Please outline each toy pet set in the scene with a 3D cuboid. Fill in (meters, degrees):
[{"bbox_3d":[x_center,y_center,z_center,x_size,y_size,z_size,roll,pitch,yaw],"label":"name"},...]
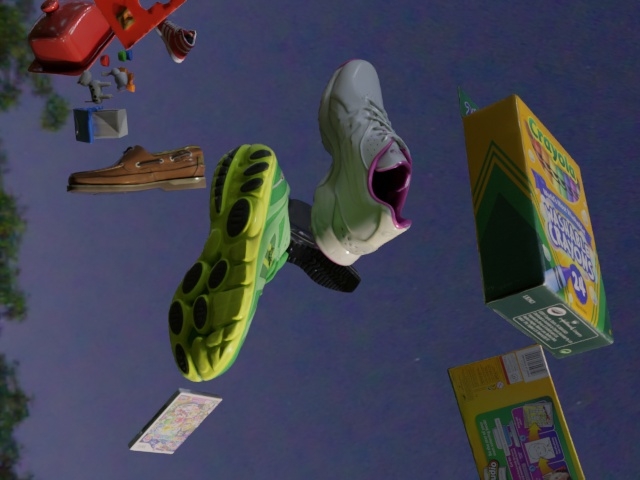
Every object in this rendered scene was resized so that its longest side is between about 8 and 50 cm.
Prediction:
[{"bbox_3d":[-0.288,-0.188,1.154,0.065,0.122,0.114,0,-76,4],"label":"toy pet set"}]

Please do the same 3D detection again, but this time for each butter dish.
[{"bbox_3d":[-0.468,-0.390,1.627,0.160,0.118,0.160,11,-123,31],"label":"butter dish"}]

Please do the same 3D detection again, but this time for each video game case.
[{"bbox_3d":[-0.209,0.262,1.284,0.122,0.087,0.011,-48,-126,15],"label":"video game case"}]

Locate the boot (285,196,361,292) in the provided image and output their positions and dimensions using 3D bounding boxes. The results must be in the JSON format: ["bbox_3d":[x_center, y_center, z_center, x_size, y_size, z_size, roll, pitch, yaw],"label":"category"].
[{"bbox_3d":[0.000,0.000,1.653,0.198,0.137,0.077,34,-51,-6],"label":"boot"}]

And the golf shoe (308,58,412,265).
[{"bbox_3d":[0.070,-0.118,1.186,0.140,0.115,0.306,-19,-122,41],"label":"golf shoe"}]

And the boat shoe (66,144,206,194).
[{"bbox_3d":[-0.407,-0.157,1.965,0.111,0.307,0.104,-178,-96,-65],"label":"boat shoe"}]

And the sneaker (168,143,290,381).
[{"bbox_3d":[-0.088,0.031,1.055,0.109,0.123,0.295,2,-115,32],"label":"sneaker"}]

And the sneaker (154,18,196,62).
[{"bbox_3d":[-0.295,-0.427,1.801,0.067,0.042,0.118,-34,-97,38],"label":"sneaker"}]

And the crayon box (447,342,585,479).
[{"bbox_3d":[0.334,0.329,1.500,0.165,0.081,0.278,-18,-106,10],"label":"crayon box"}]

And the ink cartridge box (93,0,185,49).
[{"bbox_3d":[-0.228,-0.332,0.906,0.189,0.066,0.232,-26,-84,40],"label":"ink cartridge box"}]

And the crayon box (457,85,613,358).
[{"bbox_3d":[0.271,-0.038,1.130,0.083,0.203,0.323,-23,-127,30],"label":"crayon box"}]
